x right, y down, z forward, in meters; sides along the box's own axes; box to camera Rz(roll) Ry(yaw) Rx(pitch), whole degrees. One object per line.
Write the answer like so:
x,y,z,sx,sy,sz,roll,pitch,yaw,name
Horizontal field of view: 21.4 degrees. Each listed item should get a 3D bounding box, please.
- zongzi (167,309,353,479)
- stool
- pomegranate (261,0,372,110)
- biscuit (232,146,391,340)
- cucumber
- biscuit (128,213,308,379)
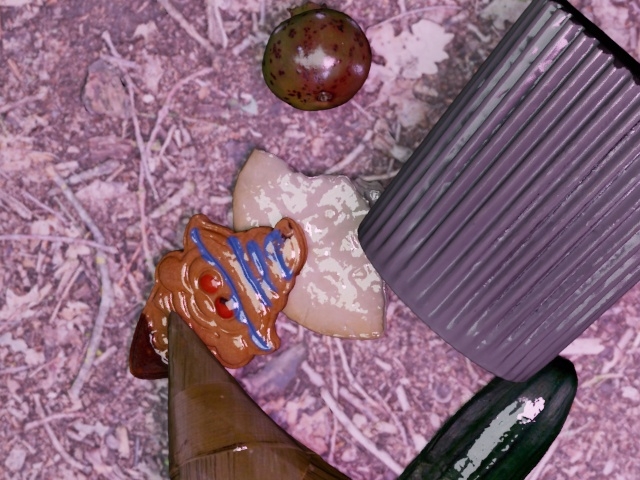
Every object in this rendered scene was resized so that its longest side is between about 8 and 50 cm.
-0.031,0.255,1.908,0.323,0.160,0.360,-2,91,16,zongzi
0.236,-0.049,1.790,0.297,0.297,0.330,43,104,6,stool
-0.006,-0.210,1.905,0.130,0.130,0.130,1,93,11,pomegranate
0.000,0.000,1.956,0.188,0.040,0.265,-41,85,13,biscuit
0.197,0.225,1.920,0.115,0.063,0.244,38,98,6,cucumber
-0.126,0.071,1.967,0.280,0.043,0.183,-39,80,17,biscuit
